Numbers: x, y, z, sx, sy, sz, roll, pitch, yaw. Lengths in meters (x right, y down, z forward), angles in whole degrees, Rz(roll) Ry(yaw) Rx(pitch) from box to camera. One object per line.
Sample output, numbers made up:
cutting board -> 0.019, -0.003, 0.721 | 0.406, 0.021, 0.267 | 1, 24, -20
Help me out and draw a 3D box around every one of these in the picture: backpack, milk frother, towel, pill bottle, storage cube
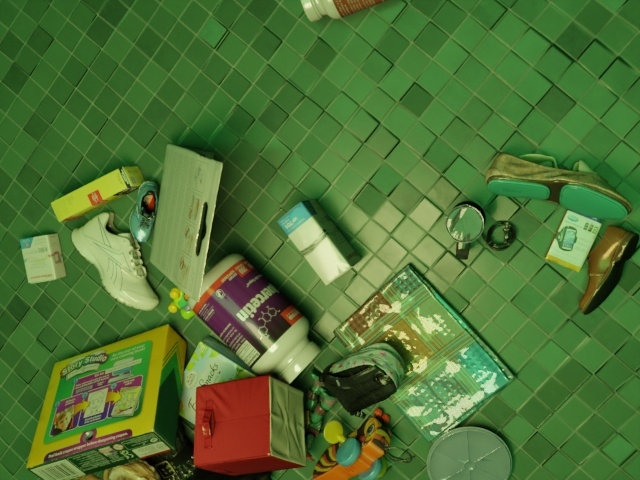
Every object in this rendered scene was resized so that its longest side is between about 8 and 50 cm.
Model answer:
backpack -> 0.108, 0.318, 1.718 | 0.152, 0.115, 0.182 | 46, 130, -14
milk frother -> 0.360, -0.028, 1.644 | 0.143, 0.135, 0.129 | -12, 94, 15
towel -> 0.242, 0.276, 1.760 | 0.271, 0.040, 0.370 | -43, 85, 14
pill bottle -> 0.064, -0.576, 1.660 | 0.216, 0.121, 0.121 | -17, 92, 15
pill bottle -> -0.154, 0.196, 1.776 | 0.323, 0.181, 0.181 | 43, 104, 6
storage cube -> -0.159, 0.430, 1.691 | 0.193, 0.215, 0.184 | -13, 62, 20

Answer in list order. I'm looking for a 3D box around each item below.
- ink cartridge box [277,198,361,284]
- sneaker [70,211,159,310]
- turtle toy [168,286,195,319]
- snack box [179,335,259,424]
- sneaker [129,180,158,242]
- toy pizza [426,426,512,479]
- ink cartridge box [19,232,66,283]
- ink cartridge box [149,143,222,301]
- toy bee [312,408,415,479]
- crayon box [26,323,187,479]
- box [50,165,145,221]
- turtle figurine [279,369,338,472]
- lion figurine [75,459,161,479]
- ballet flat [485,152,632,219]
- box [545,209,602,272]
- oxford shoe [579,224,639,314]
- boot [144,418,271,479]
ink cartridge box -> 0.000, 0.000, 1.735 | 0.082, 0.139, 0.191 | -37, 87, 14
sneaker -> -0.513, 0.054, 1.892 | 0.129, 0.111, 0.297 | -41, 87, 9
turtle toy -> -0.341, 0.146, 1.865 | 0.066, 0.095, 0.130 | 15, 129, 1
snack box -> -0.271, 0.379, 1.884 | 0.174, 0.070, 0.207 | 31, 102, 8
sneaker -> -0.448, -0.067, 1.860 | 0.063, 0.073, 0.162 | 6, 111, -18
toy pizza -> 0.354, 0.530, 1.753 | 0.201, 0.032, 0.201 | 1, 106, 4
ink cartridge box -> -0.746, 0.048, 1.974 | 0.088, 0.052, 0.123 | -8, 93, 15
ink cartridge box -> -0.287, -0.052, 1.700 | 0.091, 0.385, 0.308 | 6, 99, -30
toy bee -> 0.117, 0.500, 1.779 | 0.298, 0.162, 0.195 | -12, 125, 27
crayon box -> -0.524, 0.406, 1.834 | 0.362, 0.313, 0.106 | -19, 131, 16
box -> -0.572, -0.120, 1.894 | 0.232, 0.087, 0.058 | -23, 91, 15
turtle figurine -> -0.048, 0.447, 1.815 | 0.175, 0.118, 0.234 | 41, 102, 41
lion figurine -> -0.498, 0.671, 1.884 | 0.240, 0.142, 0.392 | 20, 136, 19
ballet flat -> 0.526, -0.134, 1.609 | 0.316, 0.107, 0.106 | 15, 63, 12
box -> 0.571, -0.006, 1.650 | 0.081, 0.028, 0.136 | 24, 99, 10
oxford shoe -> 0.625, 0.065, 1.633 | 0.076, 0.076, 0.212 | 35, 108, 39
boot -> -0.318, 0.561, 1.886 | 0.347, 0.131, 0.260 | -19, 92, 16
